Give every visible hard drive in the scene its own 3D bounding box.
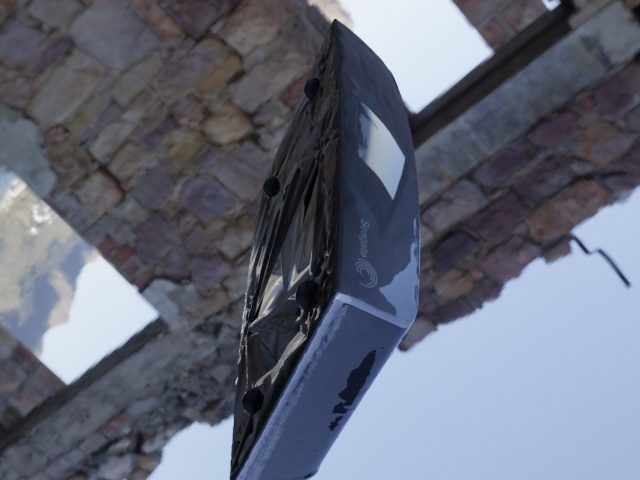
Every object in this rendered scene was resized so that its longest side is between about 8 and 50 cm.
[{"bbox_3d":[0.000,0.000,0.511,0.254,0.054,0.172,-89,-160,-50],"label":"hard drive"}]
